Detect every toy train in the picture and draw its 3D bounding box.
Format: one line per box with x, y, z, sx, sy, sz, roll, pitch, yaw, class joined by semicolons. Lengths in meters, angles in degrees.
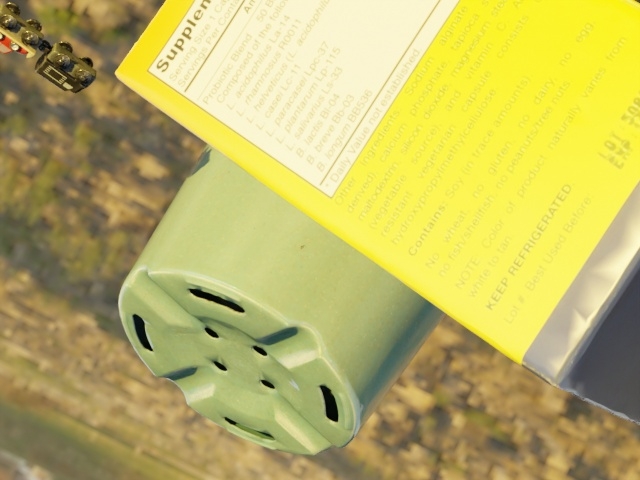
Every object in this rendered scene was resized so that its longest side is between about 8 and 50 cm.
-0.250;-0.168;1.318;0.158;0.036;0.027;36;-149;-26;toy train

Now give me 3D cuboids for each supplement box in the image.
0.089;-0.071;0.988;0.356;0.194;0.195;36;-175;30;supplement box

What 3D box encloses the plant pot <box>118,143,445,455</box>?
0.000;0.000;1.566;0.341;0.334;0.341;22;146;16;plant pot
